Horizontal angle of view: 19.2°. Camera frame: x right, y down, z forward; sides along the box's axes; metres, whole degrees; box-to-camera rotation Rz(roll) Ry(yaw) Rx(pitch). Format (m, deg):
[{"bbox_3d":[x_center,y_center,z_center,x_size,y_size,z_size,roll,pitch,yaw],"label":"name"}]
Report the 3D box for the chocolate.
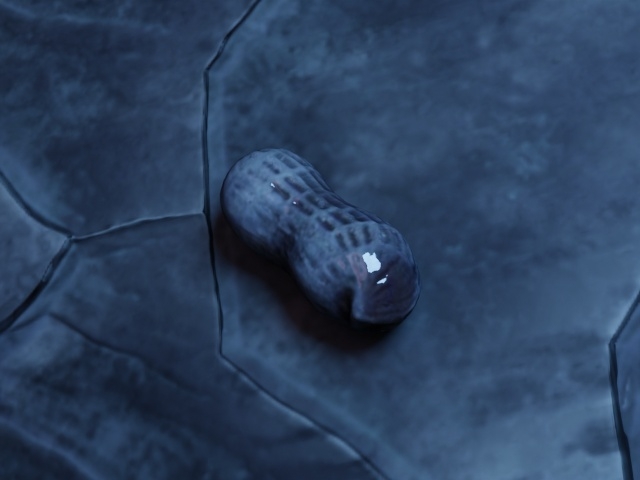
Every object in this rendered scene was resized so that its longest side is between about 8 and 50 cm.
[{"bbox_3d":[0.000,0.000,1.190,0.167,0.072,0.072,39,88,35],"label":"chocolate"}]
